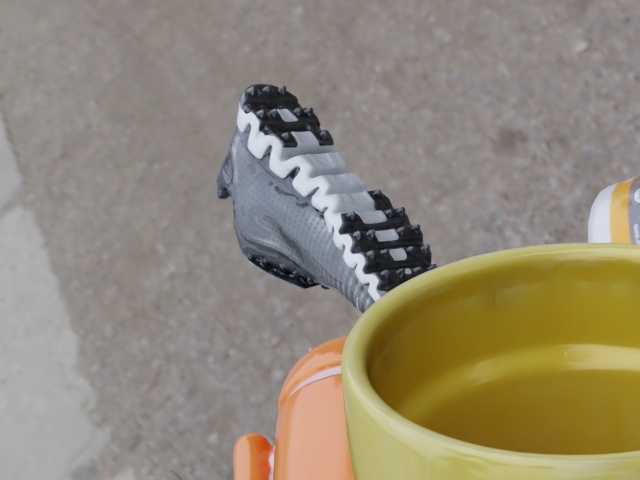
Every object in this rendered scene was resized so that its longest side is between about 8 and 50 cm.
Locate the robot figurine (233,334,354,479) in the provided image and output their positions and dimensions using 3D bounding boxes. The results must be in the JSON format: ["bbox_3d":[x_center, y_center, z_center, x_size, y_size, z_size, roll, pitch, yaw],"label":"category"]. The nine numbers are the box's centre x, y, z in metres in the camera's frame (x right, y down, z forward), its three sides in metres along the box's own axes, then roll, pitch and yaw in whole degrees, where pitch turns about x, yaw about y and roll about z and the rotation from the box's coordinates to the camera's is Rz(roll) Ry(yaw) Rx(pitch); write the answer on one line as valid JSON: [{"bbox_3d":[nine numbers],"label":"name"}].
[{"bbox_3d":[0.032,0.154,1.060,0.158,0.128,0.219,-40,32,35],"label":"robot figurine"}]

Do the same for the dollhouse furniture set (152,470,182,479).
[{"bbox_3d":[-0.161,0.215,0.647,0.259,0.135,0.262,-29,-18,-33],"label":"dollhouse furniture set"}]

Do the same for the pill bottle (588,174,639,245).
[{"bbox_3d":[0.339,0.001,1.082,0.278,0.162,0.162,-18,39,26],"label":"pill bottle"}]

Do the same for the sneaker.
[{"bbox_3d":[0.000,0.000,1.120,0.234,0.078,0.106,52,127,29],"label":"sneaker"}]

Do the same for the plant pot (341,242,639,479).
[{"bbox_3d":[0.146,0.157,0.882,0.254,0.239,0.254,-5,24,2],"label":"plant pot"}]
